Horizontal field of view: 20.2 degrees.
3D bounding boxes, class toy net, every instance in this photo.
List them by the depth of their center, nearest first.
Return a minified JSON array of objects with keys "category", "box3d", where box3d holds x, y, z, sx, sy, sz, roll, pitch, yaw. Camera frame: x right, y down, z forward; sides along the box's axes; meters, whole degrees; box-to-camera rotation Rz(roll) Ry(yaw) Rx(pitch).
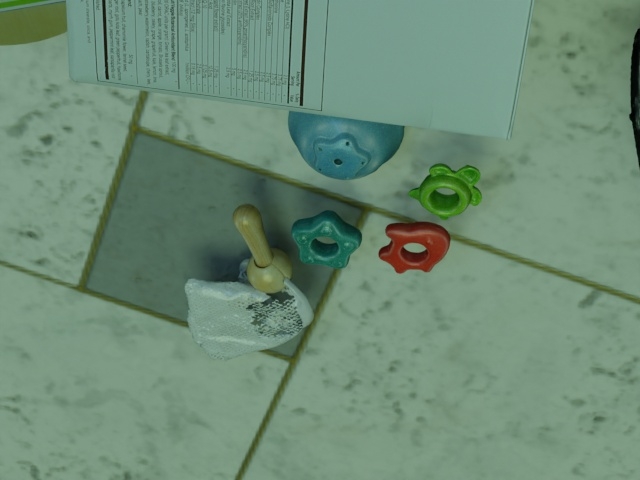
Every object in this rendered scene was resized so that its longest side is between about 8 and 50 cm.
[{"category":"toy net","box3d":[0.000,0.000,1.091,0.122,0.045,0.232,25,134,-14]}]

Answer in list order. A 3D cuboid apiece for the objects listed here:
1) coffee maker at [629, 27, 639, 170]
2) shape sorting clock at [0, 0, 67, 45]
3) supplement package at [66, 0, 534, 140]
[{"category":"coffee maker","box3d":[0.265,-0.048,0.957,0.178,0.120,0.171,-5,149,18]},{"category":"shape sorting clock","box3d":[-0.199,-0.187,0.959,0.206,0.040,0.206,5,137,5]},{"category":"supplement package","box3d":[0.003,-0.172,0.827,0.203,0.194,0.149,8,134,5]}]
